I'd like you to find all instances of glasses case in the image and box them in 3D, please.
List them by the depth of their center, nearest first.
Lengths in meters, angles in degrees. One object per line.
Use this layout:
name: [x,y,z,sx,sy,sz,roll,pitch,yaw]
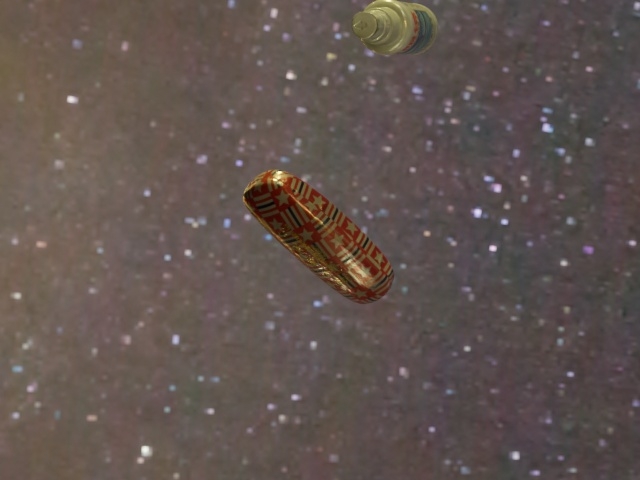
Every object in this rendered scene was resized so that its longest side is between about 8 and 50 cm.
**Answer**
glasses case: [0.000,0.000,1.381,0.073,0.194,0.049,-30,-155,46]

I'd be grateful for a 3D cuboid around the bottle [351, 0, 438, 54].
bottle: [0.073,-0.222,1.325,0.060,0.217,0.060,2,-82,18]
